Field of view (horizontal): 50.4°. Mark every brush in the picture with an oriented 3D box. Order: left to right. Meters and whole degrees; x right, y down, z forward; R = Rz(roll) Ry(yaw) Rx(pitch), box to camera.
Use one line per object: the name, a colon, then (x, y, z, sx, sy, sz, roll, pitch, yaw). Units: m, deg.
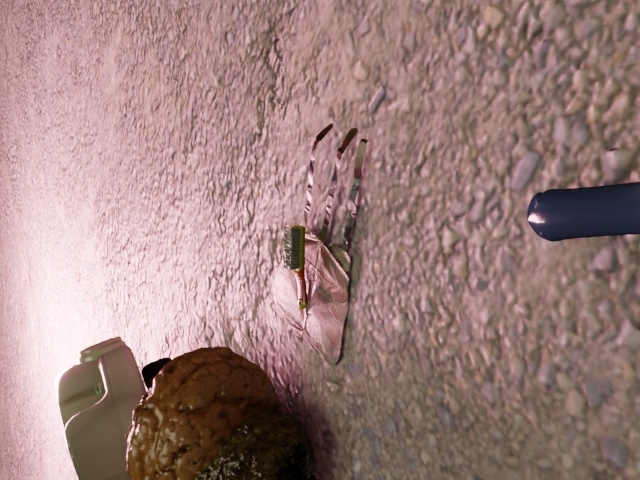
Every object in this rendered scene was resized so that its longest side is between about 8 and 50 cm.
brush: (-0.024, 0.027, 0.657, 0.018, 0.021, 0.083, 9, 105, 52)

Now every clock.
clock: (-0.267, 0.270, 0.903, 0.324, 0.108, 0.265, 34, 140, 61)

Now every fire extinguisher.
fire extinguisher: (-0.189, 0.242, 0.904, 0.177, 0.050, 0.062, 60, 157, 32)

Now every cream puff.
cream puff: (-0.078, 0.213, 0.678, 0.169, 0.183, 0.183, 17, 109, 28)

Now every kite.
kite: (-0.002, 0.000, 0.648, 0.127, 0.016, 0.229, 33, 120, 44)

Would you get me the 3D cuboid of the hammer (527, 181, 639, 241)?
hammer: (0.184, -0.022, 0.347, 0.194, 0.069, 0.116, -5, 91, 59)
